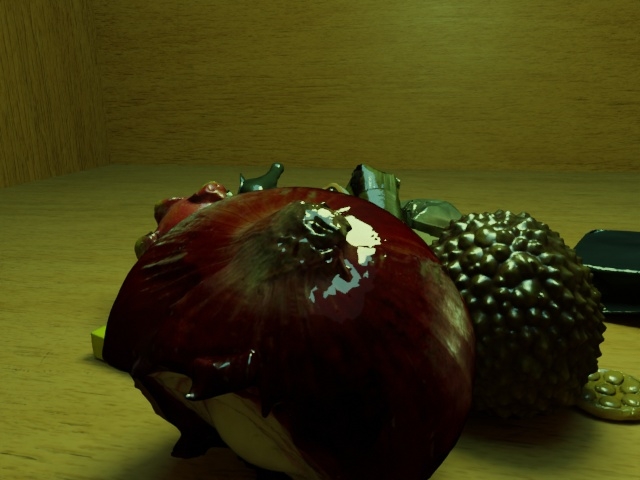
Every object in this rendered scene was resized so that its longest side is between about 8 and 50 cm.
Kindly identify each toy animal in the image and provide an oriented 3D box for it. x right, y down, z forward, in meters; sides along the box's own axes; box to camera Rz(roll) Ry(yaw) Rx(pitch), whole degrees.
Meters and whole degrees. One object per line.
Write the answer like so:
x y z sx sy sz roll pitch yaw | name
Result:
-0.038 -0.033 0.918 0.244 0.115 0.146 21 32 -1 | toy animal

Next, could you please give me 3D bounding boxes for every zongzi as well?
0.082 0.013 1.270 0.138 0.300 0.286 18 48 -22 | zongzi

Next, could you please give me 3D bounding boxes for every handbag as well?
0.616 0.060 1.005 0.269 0.119 0.325 2 15 37 | handbag
0.296 -0.056 1.441 0.182 0.117 0.270 16 11 -11 | handbag

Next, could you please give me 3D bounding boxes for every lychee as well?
0.220 0.084 0.680 0.267 0.268 0.267 -1 15 0 | lychee

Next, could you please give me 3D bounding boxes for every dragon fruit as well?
-0.188 0.027 0.956 0.307 0.228 0.243 38 24 29 | dragon fruit

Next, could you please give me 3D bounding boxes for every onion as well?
-0.012 0.098 0.534 0.341 0.342 0.341 -1 15 0 | onion

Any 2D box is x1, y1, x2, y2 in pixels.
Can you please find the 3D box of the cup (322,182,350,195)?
0.000 0.000 1.100 0.182 0.226 0.264 31 8 -28 | cup

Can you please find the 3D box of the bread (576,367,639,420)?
0.366 0.195 0.691 0.110 0.025 0.110 -2 14 0 | bread

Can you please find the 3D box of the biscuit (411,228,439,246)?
0.206 0.011 1.304 0.108 0.062 0.239 -8 16 -24 | biscuit

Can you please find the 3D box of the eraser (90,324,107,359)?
-0.273 0.156 0.825 0.122 0.045 0.097 10 18 32 | eraser
